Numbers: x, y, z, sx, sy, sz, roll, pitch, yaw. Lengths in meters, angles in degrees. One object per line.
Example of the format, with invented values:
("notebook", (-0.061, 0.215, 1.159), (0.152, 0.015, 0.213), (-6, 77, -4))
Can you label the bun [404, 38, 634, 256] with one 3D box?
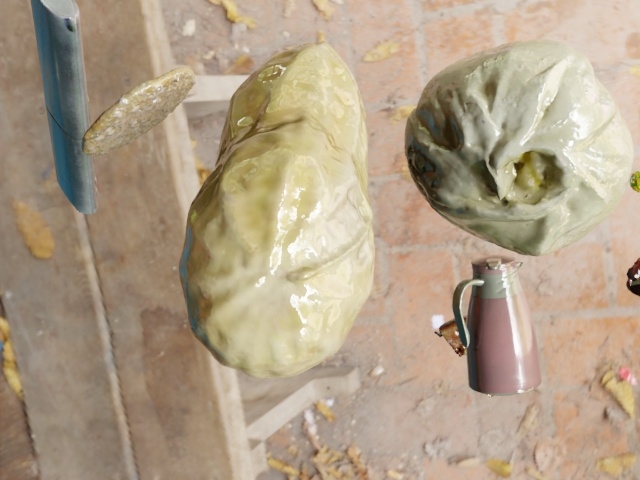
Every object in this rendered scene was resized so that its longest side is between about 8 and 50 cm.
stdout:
("bun", (0.300, -0.120, 1.329), (0.365, 0.219, 0.365), (15, 130, 19))

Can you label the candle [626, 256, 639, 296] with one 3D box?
("candle", (0.455, 0.073, 1.116), (0.051, 0.329, 0.048), (-50, 59, 11))

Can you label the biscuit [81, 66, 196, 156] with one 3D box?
("biscuit", (-0.155, -0.110, 0.729), (0.120, 0.120, 0.015), (-37, 90, 27))

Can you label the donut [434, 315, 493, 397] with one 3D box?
("donut", (0.391, 0.260, 2.056), (0.141, 0.085, 0.217), (-32, 99, 12))

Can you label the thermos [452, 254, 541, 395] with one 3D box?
("thermos", (0.344, 0.162, 1.684), (0.146, 0.177, 0.264), (10, 111, 59))

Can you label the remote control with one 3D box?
("remote control", (-0.356, -0.190, 1.192), (0.107, 0.044, 0.377), (54, 152, 28))

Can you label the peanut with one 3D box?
("peanut", (-0.032, -0.033, 0.738), (0.158, 0.340, 0.174), (-14, 127, 15))

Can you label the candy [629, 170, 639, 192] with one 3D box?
("candy", (0.553, -0.110, 1.363), (0.123, 0.035, 0.035), (-20, 90, -6))
